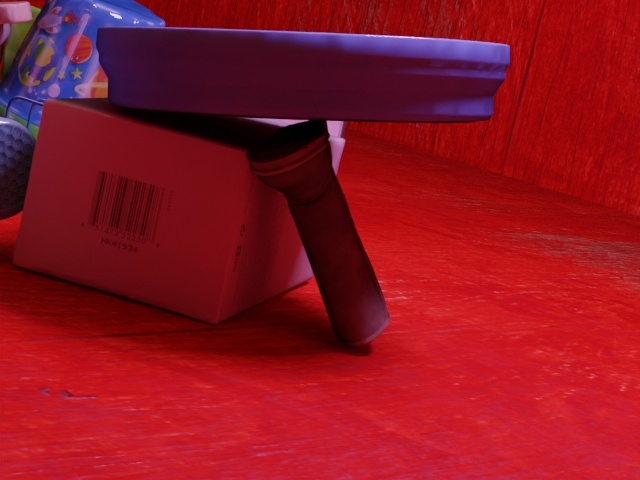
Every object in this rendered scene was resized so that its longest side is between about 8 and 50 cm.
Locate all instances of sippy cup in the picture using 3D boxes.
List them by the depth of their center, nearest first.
[{"bbox_3d":[-0.335,-0.243,2.262,0.305,0.224,0.240,24,13,4],"label":"sippy cup"}]

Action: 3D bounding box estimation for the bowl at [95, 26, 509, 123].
[{"bbox_3d":[-0.017,-0.157,1.504,0.391,0.077,0.391,2,7,0],"label":"bowl"}]

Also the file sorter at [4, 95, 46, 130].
[{"bbox_3d":[-0.315,-0.122,2.046,0.118,0.105,0.170,20,11,34],"label":"file sorter"}]

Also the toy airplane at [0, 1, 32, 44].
[{"bbox_3d":[-0.575,-0.276,2.026,0.384,0.272,0.386,7,-6,-15],"label":"toy airplane"}]

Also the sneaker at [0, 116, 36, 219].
[{"bbox_3d":[-0.447,-0.065,1.487,0.319,0.127,0.208,0,6,-41],"label":"sneaker"}]

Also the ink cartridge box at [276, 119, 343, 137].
[{"bbox_3d":[-0.062,-0.118,2.179,0.171,0.168,0.233,13,9,2],"label":"ink cartridge box"}]

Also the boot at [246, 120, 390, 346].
[{"bbox_3d":[0.002,0.000,1.457,0.076,0.209,0.189,-9,10,16],"label":"boot"}]

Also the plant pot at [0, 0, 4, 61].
[{"bbox_3d":[-0.569,-0.274,2.335,0.237,0.237,0.254,9,23,-23],"label":"plant pot"}]

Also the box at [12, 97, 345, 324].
[{"bbox_3d":[-0.132,-0.044,1.620,0.215,0.168,0.345,15,10,14],"label":"box"}]
